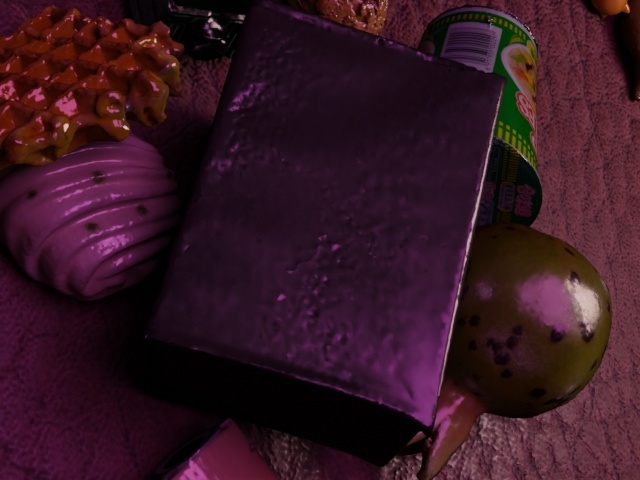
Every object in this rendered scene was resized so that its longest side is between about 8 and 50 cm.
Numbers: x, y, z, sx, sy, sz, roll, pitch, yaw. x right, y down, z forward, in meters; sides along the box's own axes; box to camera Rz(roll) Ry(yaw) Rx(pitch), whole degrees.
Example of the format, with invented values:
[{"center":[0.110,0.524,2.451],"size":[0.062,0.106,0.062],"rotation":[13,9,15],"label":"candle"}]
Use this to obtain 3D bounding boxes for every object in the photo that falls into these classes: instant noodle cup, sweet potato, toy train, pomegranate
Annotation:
[{"center":[0.162,-0.143,1.271],"size":[0.207,0.207,0.232],"rotation":[32,51,-22],"label":"instant noodle cup"},{"center":[0.468,-0.323,1.625],"size":[0.069,0.060,0.249],"rotation":[42,44,-56],"label":"sweet potato"},{"center":[-0.122,-0.354,1.149],"size":[0.139,0.178,0.330],"rotation":[-2,76,-35],"label":"toy train"},{"center":[0.174,0.113,1.195],"size":[0.231,0.286,0.231],"rotation":[41,10,-9],"label":"pomegranate"}]

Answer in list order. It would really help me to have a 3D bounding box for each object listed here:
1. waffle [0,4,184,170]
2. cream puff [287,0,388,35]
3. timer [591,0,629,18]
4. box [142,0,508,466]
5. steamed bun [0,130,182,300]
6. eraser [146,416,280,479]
[{"center":[-0.232,-0.124,0.970],"size":[0.229,0.219,0.057],"rotation":[-46,137,-37],"label":"waffle"},{"center":[0.027,-0.290,1.279],"size":[0.119,0.104,0.133],"rotation":[-14,77,-45],"label":"cream puff"},{"center":[0.399,-0.388,1.578],"size":[0.132,0.132,0.152],"rotation":[-44,122,-37],"label":"timer"},{"center":[0.000,0.000,1.028],"size":[0.251,0.204,0.345],"rotation":[17,66,-3],"label":"box"},{"center":[-0.207,-0.034,1.019],"size":[0.183,0.106,0.182],"rotation":[12,67,-29],"label":"steamed bun"},{"center":[-0.059,0.324,1.003],"size":[0.171,0.087,0.290],"rotation":[-41,98,-36],"label":"eraser"}]
